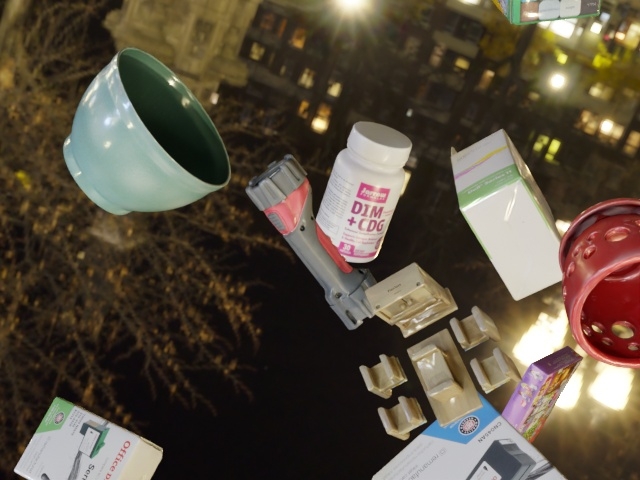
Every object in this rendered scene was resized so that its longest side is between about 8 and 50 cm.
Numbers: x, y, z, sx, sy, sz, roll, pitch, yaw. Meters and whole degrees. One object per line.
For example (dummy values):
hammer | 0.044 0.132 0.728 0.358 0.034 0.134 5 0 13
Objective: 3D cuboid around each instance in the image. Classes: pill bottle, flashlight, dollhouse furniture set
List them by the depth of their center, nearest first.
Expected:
dollhouse furniture set | 0.186 0.181 1.501 0.161 0.212 0.242 37 -154 -57
flashlight | 0.000 0.000 1.577 0.304 0.103 0.103 51 -165 -16
pill bottle | 0.093 -0.107 2.045 0.160 0.283 0.160 15 -154 -7

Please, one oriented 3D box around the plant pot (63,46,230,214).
plant pot | -0.327 -0.166 1.645 0.293 0.196 0.293 48 -160 -24

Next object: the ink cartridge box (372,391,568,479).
ink cartridge box | 0.334 0.525 1.772 0.395 0.285 0.166 44 173 46

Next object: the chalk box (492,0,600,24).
chalk box | 0.436 -0.534 1.789 0.180 0.179 0.289 -7 -148 -3

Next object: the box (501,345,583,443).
box | 0.534 0.414 2.331 0.057 0.293 0.201 38 -150 30

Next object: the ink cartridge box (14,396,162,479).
ink cartridge box | -0.428 0.408 1.714 0.219 0.160 0.092 17 160 28

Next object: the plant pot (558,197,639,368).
plant pot | 0.419 0.052 1.259 0.191 0.191 0.174 18 -151 -10

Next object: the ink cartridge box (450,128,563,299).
ink cartridge box | 0.340 -0.068 1.684 0.207 0.119 0.353 56 -164 -18
